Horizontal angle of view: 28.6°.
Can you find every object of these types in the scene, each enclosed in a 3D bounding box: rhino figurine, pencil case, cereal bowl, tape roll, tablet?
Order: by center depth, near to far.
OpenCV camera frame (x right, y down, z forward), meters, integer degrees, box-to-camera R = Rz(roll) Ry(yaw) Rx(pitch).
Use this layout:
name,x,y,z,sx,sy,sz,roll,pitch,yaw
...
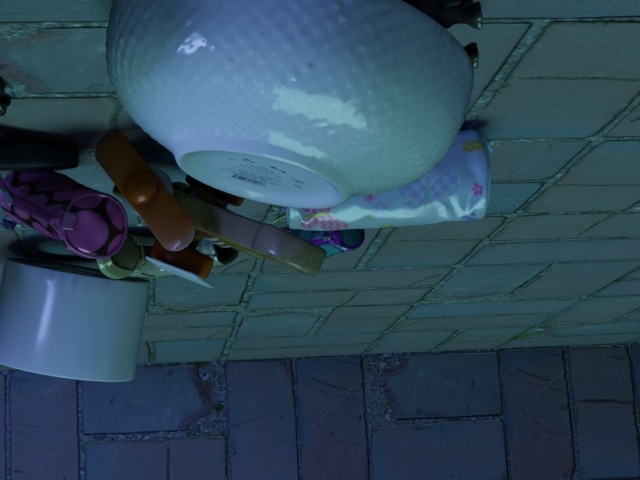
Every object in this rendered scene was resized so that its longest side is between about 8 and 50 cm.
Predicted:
name,x,y,z,sx,sy,sz,roll,pitch,yaw
rhino figurine,0.088,-0.211,1.110,0.106,0.073,0.243,-8,165,4
cereal bowl,-0.037,-0.119,1.141,0.338,0.141,0.339,11,167,3
pencil case,-0.325,-0.038,1.553,0.098,0.095,0.209,26,175,-39
pencil case,0.080,-0.079,1.589,0.273,0.124,0.113,-2,-164,-3
tablet,-0.179,0.041,1.600,0.083,0.006,0.054,18,169,27
pencil case,0.000,0.000,2.013,0.070,0.065,0.151,-13,176,-41
tape roll,-0.416,0.131,2.087,0.246,0.169,0.246,10,180,0

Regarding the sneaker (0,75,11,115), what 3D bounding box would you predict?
name,x,y,z,sx,sy,sz,roll,pitch,yaw
sneaker,-0.364,-0.137,1.345,0.064,0.061,0.158,-8,171,-19

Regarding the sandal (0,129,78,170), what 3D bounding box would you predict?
name,x,y,z,sx,sy,sz,roll,pitch,yaw
sandal,-0.403,-0.111,1.479,0.097,0.055,0.254,-3,180,41

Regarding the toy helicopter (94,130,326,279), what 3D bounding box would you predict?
name,x,y,z,sx,sy,sz,roll,pitch,yaw
toy helicopter,-0.132,-0.029,1.511,0.235,0.140,0.355,31,172,-42

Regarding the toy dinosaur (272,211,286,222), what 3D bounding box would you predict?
name,x,y,z,sx,sy,sz,roll,pitch,yaw
toy dinosaur,0.021,-0.074,1.751,0.112,0.064,0.211,18,152,-12

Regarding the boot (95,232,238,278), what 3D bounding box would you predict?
name,x,y,z,sx,sy,sz,roll,pitch,yaw
boot,-0.243,0.017,1.996,0.165,0.077,0.213,-9,171,25
